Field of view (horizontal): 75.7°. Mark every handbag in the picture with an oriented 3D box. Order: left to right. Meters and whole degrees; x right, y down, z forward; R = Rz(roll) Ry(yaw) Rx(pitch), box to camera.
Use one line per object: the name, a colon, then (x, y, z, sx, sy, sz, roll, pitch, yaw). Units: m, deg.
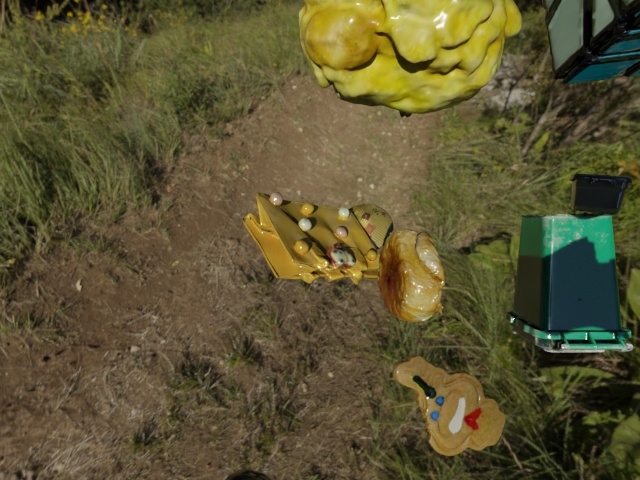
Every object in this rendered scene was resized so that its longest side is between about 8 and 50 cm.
handbag: (0.000, 0.000, 1.190, 0.400, 0.133, 0.283, 8, 39, -44)

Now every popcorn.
popcorn: (0.110, -0.270, 0.529, 0.285, 0.215, 0.252, 8, 33, -27)

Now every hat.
hat: (0.154, -0.065, 1.397, 0.192, 0.082, 0.193, -3, 59, 5)

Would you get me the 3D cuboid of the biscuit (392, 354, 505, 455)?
biscuit: (0.293, 0.378, 0.947, 0.183, 0.047, 0.320, -44, 99, -13)

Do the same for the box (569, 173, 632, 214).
box: (0.699, -0.117, 1.045, 0.123, 0.093, 0.172, 10, 10, 28)

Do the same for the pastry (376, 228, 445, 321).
pastry: (0.205, 0.083, 0.969, 0.100, 0.229, 0.219, -3, 74, -12)

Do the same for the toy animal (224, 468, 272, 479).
toy animal: (-0.087, 0.290, 0.322, 0.244, 0.115, 0.146, -18, 66, -41)

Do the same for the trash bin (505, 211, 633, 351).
trash bin: (0.693, 0.112, 1.166, 0.258, 0.295, 0.382, -2, 93, 4)

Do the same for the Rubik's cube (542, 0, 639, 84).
Rubik's cube: (0.498, -0.409, 0.546, 0.282, 0.288, 0.294, -8, 88, 1)
